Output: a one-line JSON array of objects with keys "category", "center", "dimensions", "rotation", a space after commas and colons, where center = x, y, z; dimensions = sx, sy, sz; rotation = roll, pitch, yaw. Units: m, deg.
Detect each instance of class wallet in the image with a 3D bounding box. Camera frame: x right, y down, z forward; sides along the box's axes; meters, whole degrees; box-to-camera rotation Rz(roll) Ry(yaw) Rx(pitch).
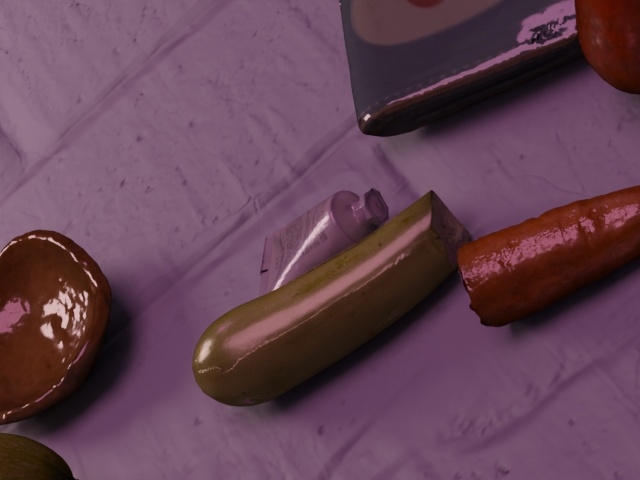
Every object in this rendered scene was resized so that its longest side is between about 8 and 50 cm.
[{"category": "wallet", "center": [0.125, -0.279, 1.595], "dimensions": [0.252, 0.083, 0.360], "rotation": [-20, 59, 23]}]

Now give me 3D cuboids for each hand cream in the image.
[{"category": "hand cream", "center": [0.000, 0.000, 1.529], "dimensions": [0.142, 0.053, 0.084], "rotation": [-33, 37, 38]}]

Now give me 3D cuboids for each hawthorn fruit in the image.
[{"category": "hawthorn fruit", "center": [0.246, -0.194, 1.388], "dimensions": [0.149, 0.189, 0.149], "rotation": [-48, 9, 11]}]

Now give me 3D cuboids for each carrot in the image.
[{"category": "carrot", "center": [0.206, 0.000, 1.336], "dimensions": [0.205, 0.072, 0.072], "rotation": [-22, 43, 16]}]

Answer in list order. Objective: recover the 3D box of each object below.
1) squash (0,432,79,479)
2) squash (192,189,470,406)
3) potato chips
[{"category": "squash", "center": [-0.311, 0.227, 1.518], "dimensions": [0.247, 0.132, 0.132], "rotation": [-19, 45, 29]}, {"category": "squash", "center": [0.006, 0.053, 1.444], "dimensions": [0.250, 0.083, 0.083], "rotation": [-33, 40, 10]}, {"category": "potato chips", "center": [-0.258, 0.087, 1.654], "dimensions": [0.208, 0.062, 0.195], "rotation": [-3, 59, 38]}]
